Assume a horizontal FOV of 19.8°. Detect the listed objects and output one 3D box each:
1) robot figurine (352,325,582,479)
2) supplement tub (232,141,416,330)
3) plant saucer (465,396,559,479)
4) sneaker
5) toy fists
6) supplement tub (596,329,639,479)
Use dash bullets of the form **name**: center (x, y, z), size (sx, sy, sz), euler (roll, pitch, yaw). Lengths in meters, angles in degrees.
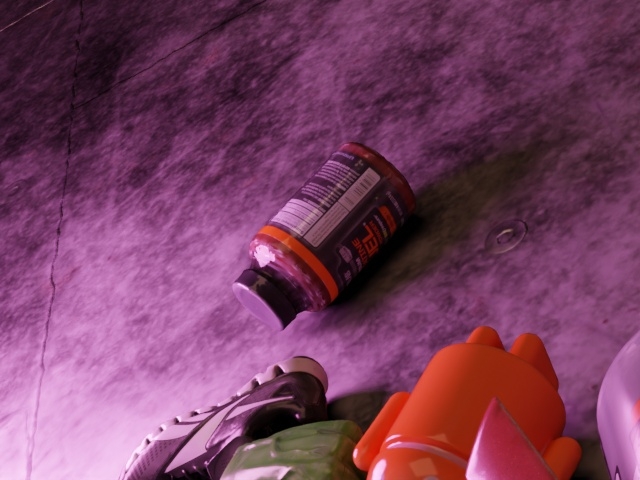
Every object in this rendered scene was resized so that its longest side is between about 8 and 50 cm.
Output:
- **robot figurine**: center (0.120, 0.172, 1.493), size (0.219, 0.158, 0.128), euler (-57, -3, -31)
- **supplement tub**: center (0.000, 0.000, 1.874), size (0.198, 0.106, 0.106), euler (-47, 32, -17)
- **plant saucer**: center (0.176, 0.265, 1.173), size (0.048, 0.258, 0.259), euler (-26, 30, -4)
- **sneaker**: center (-0.089, 0.199, 1.714), size (0.234, 0.078, 0.106), euler (-32, 28, 4)
- **toy fists**: center (-0.036, 0.273, 1.547), size (0.142, 0.096, 0.279), euler (-19, 34, 45)
- **supplement tub**: center (0.306, 0.199, 1.190), size (0.207, 0.207, 0.338), euler (-28, 32, 14)
